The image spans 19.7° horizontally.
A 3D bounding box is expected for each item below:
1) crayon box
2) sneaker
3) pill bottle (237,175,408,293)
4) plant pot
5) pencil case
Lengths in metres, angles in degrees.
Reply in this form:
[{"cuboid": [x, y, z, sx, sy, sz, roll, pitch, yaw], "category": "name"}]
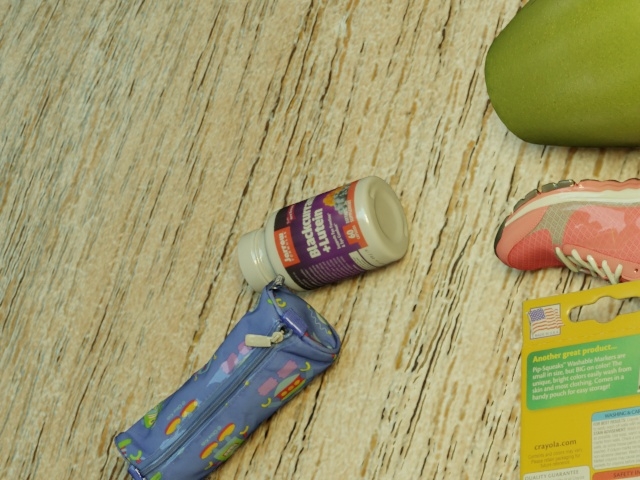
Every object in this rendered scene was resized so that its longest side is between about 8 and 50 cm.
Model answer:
[{"cuboid": [0.315, 0.208, 1.924, 0.203, 0.083, 0.323, -12, 62, 30], "category": "crayon box"}, {"cuboid": [0.327, 0.004, 1.997, 0.314, 0.116, 0.136, -14, 62, 30], "category": "sneaker"}, {"cuboid": [0.000, 0.000, 2.238, 0.193, 0.108, 0.108, -20, 57, 27], "category": "pill bottle"}, {"cuboid": [0.331, -0.214, 2.033, 0.293, 0.275, 0.275, -20, 56, 45], "category": "plant pot"}, {"cuboid": [-0.113, 0.186, 2.212, 0.306, 0.133, 0.119, -45, 79, 10], "category": "pencil case"}]
